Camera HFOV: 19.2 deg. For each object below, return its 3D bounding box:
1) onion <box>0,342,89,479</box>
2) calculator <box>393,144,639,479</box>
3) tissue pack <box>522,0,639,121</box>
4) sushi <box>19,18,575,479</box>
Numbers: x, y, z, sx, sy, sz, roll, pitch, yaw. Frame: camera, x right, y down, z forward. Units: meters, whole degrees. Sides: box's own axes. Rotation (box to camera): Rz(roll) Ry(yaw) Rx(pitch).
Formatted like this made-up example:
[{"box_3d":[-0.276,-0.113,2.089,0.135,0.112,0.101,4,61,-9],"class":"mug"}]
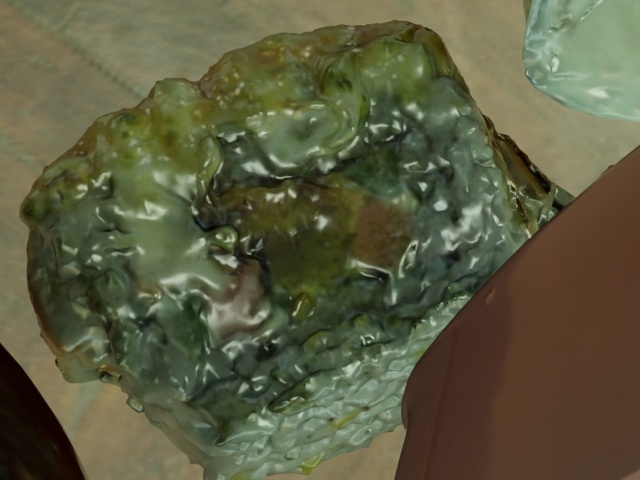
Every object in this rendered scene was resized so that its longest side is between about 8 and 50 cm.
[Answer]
[{"box_3d":[-0.232,0.120,0.655,0.354,0.354,0.353,0,89,-25],"class":"onion"},{"box_3d":[0.107,0.039,0.597,0.048,0.330,0.220,33,43,-15],"class":"calculator"},{"box_3d":[0.266,-0.214,0.961,0.332,0.405,0.205,8,120,-2],"class":"tissue pack"},{"box_3d":[0.000,0.000,0.892,0.274,0.139,0.184,-25,75,-7],"class":"sushi"}]
